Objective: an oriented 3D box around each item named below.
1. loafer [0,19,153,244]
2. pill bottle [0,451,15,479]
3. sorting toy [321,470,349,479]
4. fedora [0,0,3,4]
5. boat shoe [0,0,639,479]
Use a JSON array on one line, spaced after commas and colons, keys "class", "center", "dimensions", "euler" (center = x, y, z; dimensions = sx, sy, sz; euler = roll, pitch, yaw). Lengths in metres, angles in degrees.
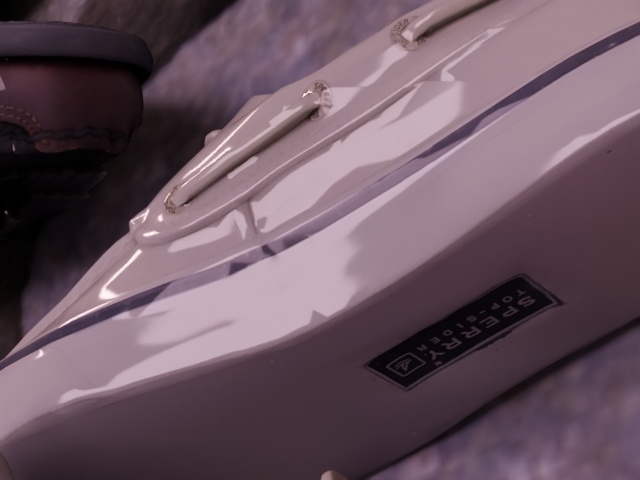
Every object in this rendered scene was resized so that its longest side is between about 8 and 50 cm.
[{"class": "loafer", "center": [-0.162, -0.010, 0.546], "dimensions": [0.302, 0.109, 0.095], "euler": [-9, 83, 47]}, {"class": "pill bottle", "center": [-0.071, 0.152, 0.305], "dimensions": [0.117, 0.117, 0.215], "euler": [-39, 62, 22]}, {"class": "sorting toy", "center": [-0.007, 0.113, 0.380], "dimensions": [0.083, 0.045, 0.075], "euler": [-34, 59, 26]}, {"class": "fedora", "center": [-0.214, -0.228, 0.642], "dimensions": [0.334, 0.152, 0.334], "euler": [-18, 60, 35]}, {"class": "boat shoe", "center": [0.000, 0.000, 0.387], "dimensions": [0.267, 0.096, 0.088], "euler": [-33, 48, 25]}]
